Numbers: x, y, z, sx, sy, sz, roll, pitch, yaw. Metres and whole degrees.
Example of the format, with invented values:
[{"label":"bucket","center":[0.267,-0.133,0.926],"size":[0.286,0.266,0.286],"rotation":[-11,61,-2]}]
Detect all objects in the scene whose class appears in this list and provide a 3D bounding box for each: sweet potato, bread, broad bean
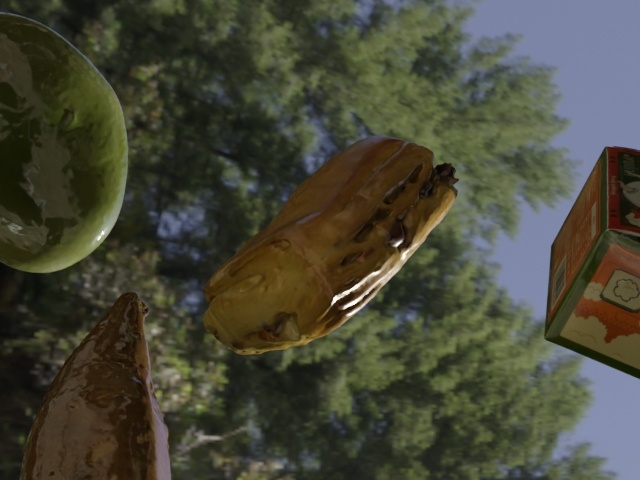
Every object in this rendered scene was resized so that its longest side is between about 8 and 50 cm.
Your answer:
[{"label":"sweet potato","center":[-0.174,0.181,1.033],"size":[0.131,0.131,0.336],"rotation":[-15,-128,35]},{"label":"bread","center":[0.000,0.000,1.161],"size":[0.099,0.210,0.235],"rotation":[49,-28,-9]},{"label":"broad bean","center":[-0.290,-0.100,1.307],"size":[0.121,0.189,0.263],"rotation":[-142,-139,-78]}]

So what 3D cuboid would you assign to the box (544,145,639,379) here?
[{"label":"box","center":[0.333,0.028,1.284],"size":[0.178,0.195,0.148],"rotation":[23,-61,0]}]
